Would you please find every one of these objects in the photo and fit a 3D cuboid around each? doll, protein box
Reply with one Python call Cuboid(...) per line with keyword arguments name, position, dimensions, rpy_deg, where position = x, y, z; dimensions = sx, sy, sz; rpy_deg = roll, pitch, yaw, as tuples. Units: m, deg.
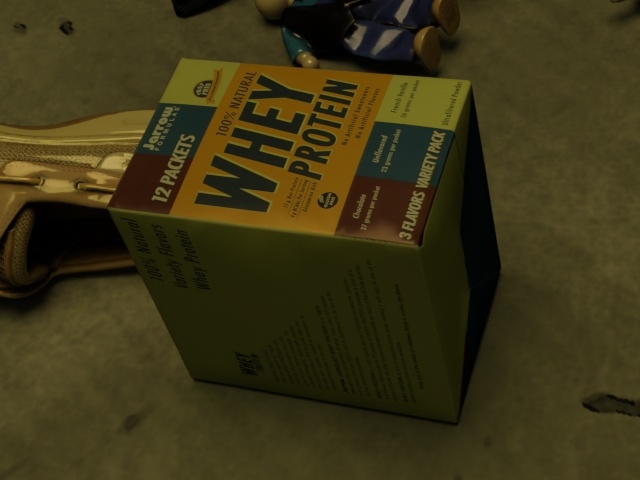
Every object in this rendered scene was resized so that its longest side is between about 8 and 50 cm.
Cuboid(name="doll", position=(0.025, -0.196, 1.142), dimensions=(0.189, 0.046, 0.129), rpy_deg=(15, 66, 31))
Cuboid(name="protein box", position=(0.000, 0.000, 0.893), dimensions=(0.201, 0.200, 0.136), rpy_deg=(7, 54, 20))

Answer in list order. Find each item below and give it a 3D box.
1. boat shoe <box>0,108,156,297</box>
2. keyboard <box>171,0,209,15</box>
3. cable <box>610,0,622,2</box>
Cuboid(name="boat shoe", position=(-0.242, -0.020, 1.020), dimensions=(0.341, 0.121, 0.110), rpy_deg=(-10, 50, 5))
Cuboid(name="keyboard", position=(-0.109, -0.290, 1.269), dimensions=(0.100, 0.038, 0.192), rpy_deg=(-33, 49, 17))
Cuboid(name="cable", position=(0.365, -0.259, 1.122), dimensions=(0.287, 0.072, 0.139), rpy_deg=(-12, 32, -11))
